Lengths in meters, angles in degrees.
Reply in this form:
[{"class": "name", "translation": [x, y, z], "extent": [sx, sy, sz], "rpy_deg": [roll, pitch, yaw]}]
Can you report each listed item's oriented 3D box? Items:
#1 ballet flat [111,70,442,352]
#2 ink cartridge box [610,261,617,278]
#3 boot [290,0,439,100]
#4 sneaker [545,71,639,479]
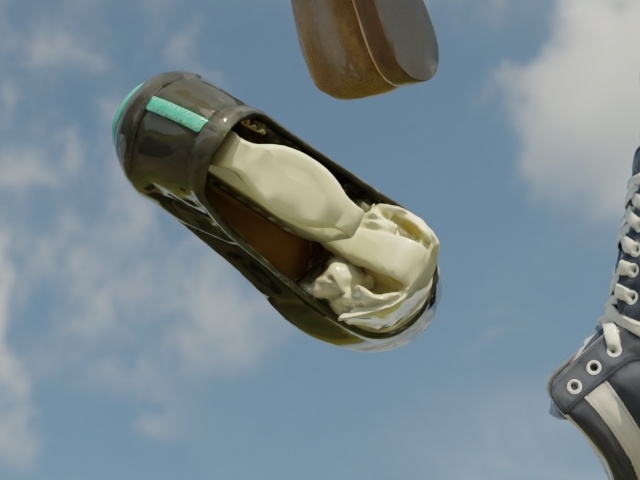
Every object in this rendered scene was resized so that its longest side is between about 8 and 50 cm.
[{"class": "ballet flat", "translation": [0.000, 0.000, 0.999], "extent": [0.096, 0.095, 0.280], "rpy_deg": [15, -12, 47]}, {"class": "ink cartridge box", "translation": [0.363, 0.035, 1.335], "extent": [0.151, 0.270, 0.395], "rpy_deg": [-2, -31, -12]}, {"class": "boot", "translation": [0.006, -0.274, 1.607], "extent": [0.115, 0.305, 0.112], "rpy_deg": [-17, -4, 39]}, {"class": "sneaker", "translation": [0.192, 0.017, 1.047], "extent": [0.153, 0.282, 0.099], "rpy_deg": [-15, -7, 6]}]
